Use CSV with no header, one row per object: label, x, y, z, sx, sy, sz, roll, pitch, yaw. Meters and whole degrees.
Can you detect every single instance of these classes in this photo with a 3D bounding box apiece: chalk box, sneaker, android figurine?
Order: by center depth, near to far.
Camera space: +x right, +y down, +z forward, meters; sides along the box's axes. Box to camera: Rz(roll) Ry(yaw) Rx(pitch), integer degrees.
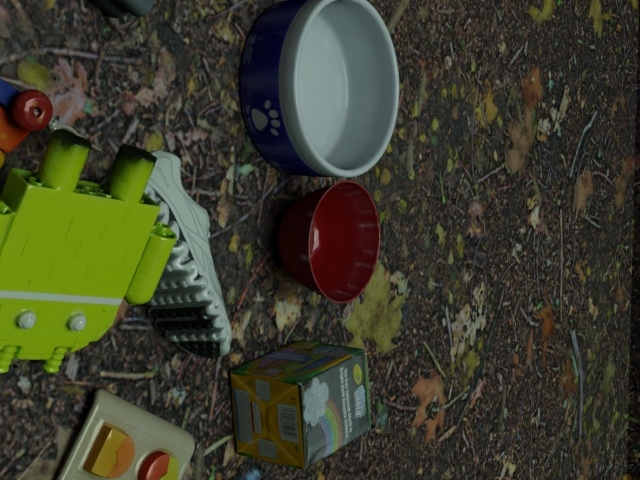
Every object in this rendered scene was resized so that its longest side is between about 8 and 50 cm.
android figurine,-0.272,0.022,0.996,0.248,0.056,0.272,11,108,-49
sneaker,-0.170,0.022,1.177,0.118,0.110,0.292,-56,136,-46
chalk box,-0.013,0.228,1.383,0.213,0.132,0.132,-16,106,-53

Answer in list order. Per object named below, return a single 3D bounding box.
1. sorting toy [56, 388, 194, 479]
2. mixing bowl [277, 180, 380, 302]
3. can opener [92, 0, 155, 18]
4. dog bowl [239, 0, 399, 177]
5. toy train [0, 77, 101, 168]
sorting toy,-0.244,0.309,1.154,0.193,0.038,0.208,42,61,-47
mixing bowl,0.000,0.000,1.402,0.181,0.098,0.181,-6,98,-53
can opener,-0.277,-0.357,1.008,0.283,0.076,0.095,40,63,-49
dog bowl,0.004,-0.224,1.378,0.265,0.104,0.264,-7,99,-53
toy train,-0.335,-0.091,0.945,0.248,0.105,0.143,40,73,-48
